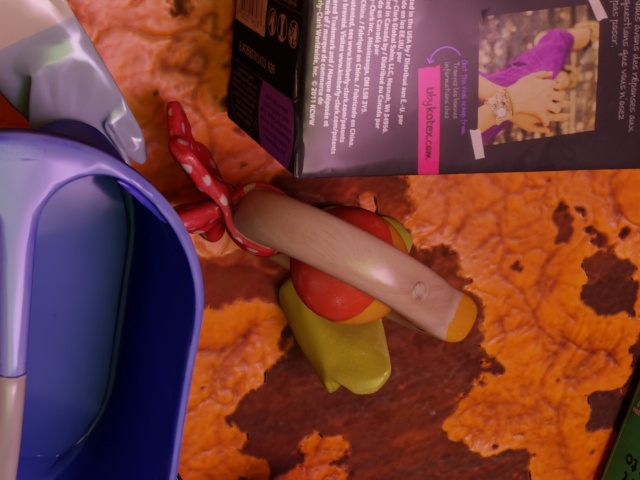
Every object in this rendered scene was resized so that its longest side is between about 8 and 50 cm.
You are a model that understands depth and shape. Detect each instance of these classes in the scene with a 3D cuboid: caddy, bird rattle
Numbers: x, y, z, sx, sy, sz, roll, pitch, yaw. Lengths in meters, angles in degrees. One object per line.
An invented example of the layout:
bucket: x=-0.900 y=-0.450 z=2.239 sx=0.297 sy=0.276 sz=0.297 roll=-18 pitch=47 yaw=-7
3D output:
caddy: x=-0.204 y=0.081 z=0.860 sx=0.241 sy=0.179 sz=0.341 roll=0 pitch=115 yaw=-23
bird rattle: x=0.000 y=0.000 z=0.984 sx=0.253 sy=0.207 sz=0.143 roll=43 pitch=73 yaw=-37

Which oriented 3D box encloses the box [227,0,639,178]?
box: x=0.088 y=-0.134 z=0.975 sx=0.270 sy=0.165 sz=0.143 roll=-2 pitch=110 yaw=-20

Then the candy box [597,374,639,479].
candy box: x=0.407 y=0.165 z=1.232 sx=0.268 sy=0.122 sz=0.317 roll=11 pitch=104 yaw=-25

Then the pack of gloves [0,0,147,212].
pack of gloves: x=-0.231 y=-0.084 z=0.898 sx=0.195 sy=0.046 sz=0.232 roll=-29 pitch=122 yaw=-5

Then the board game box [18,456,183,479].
board game box: x=-0.201 y=0.207 z=1.056 sx=0.194 sy=0.060 sz=0.194 roll=-33 pitch=117 yaw=-7
